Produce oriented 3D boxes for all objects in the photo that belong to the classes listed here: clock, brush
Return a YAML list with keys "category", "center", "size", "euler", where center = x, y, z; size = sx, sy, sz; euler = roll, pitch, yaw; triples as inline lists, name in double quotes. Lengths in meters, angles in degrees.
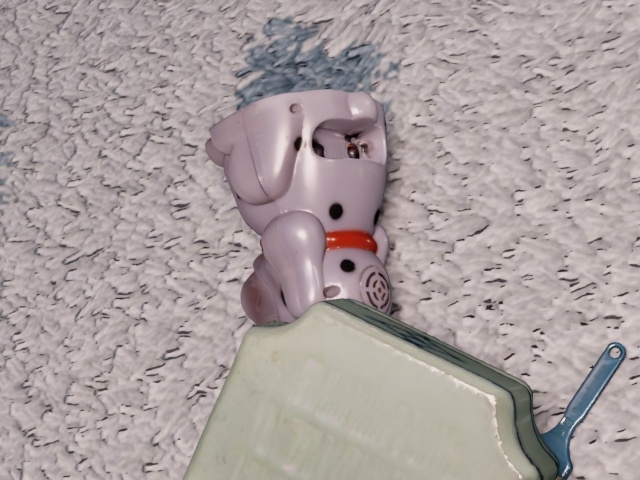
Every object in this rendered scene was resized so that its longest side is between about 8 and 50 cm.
- category: "clock"
  center: [-0.002, -0.002, 1.146]
  size: [0.189, 0.189, 0.254]
  euler: [-12, 79, 20]
- category: "brush"
  center: [0.225, 0.160, 1.041]
  size: [0.051, 0.014, 0.164]
  euler: [31, 82, 31]

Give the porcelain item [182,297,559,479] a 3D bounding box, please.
- category: "porcelain item"
  center: [0.038, 0.209, 0.987]
  size: [0.286, 0.157, 0.281]
  euler: [23, 94, 19]
